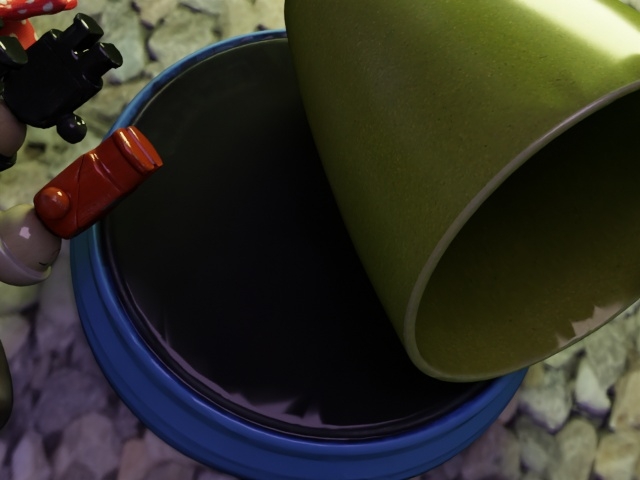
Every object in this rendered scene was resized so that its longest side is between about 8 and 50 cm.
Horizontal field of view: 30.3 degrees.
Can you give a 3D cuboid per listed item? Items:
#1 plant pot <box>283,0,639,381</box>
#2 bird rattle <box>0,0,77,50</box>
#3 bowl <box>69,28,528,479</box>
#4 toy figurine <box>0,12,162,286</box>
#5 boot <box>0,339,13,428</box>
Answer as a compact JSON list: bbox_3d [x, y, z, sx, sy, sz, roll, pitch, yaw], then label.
[{"bbox_3d":[0.099,-0.099,0.840,0.275,0.274,0.293,-22,55,-22],"label":"plant pot"},{"bbox_3d":[-0.321,-0.242,0.961,0.254,0.143,0.206,9,46,-12],"label":"bird rattle"},{"bbox_3d":[0.000,0.000,0.938,0.391,0.077,0.391,5,63,-10],"label":"bowl"},{"bbox_3d":[-0.235,-0.095,0.816,0.148,0.209,0.213,-37,48,12],"label":"toy figurine"},{"bbox_3d":[-0.312,0.001,0.748,0.096,0.280,0.264,-18,73,5],"label":"boot"}]
